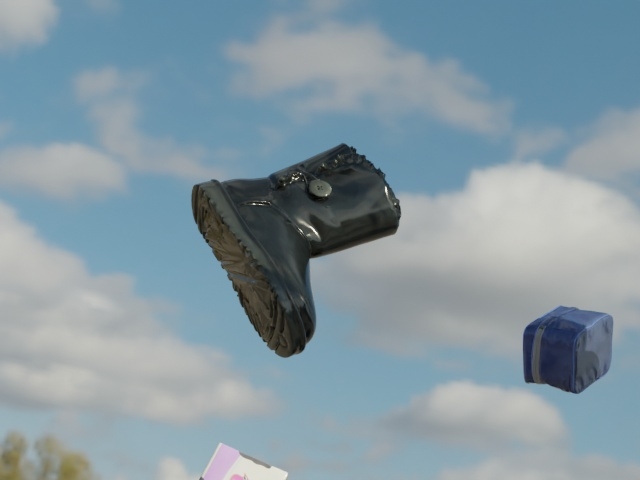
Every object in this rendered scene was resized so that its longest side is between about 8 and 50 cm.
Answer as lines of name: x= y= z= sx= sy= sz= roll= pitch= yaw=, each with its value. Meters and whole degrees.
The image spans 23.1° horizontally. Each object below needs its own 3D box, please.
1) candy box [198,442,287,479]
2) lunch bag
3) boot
candy box: x=-0.101 y=0.300 z=1.383 sx=0.070 sy=0.165 sz=0.196 roll=24 pitch=-36 yaw=9
lunch bag: x=0.237 y=0.102 z=1.511 sx=0.065 sy=0.067 sz=0.098 roll=11 pitch=19 yaw=34
boot: x=0.000 y=0.000 z=1.672 sx=0.207 sy=0.246 sz=0.094 roll=-16 pitch=-41 yaw=-22
